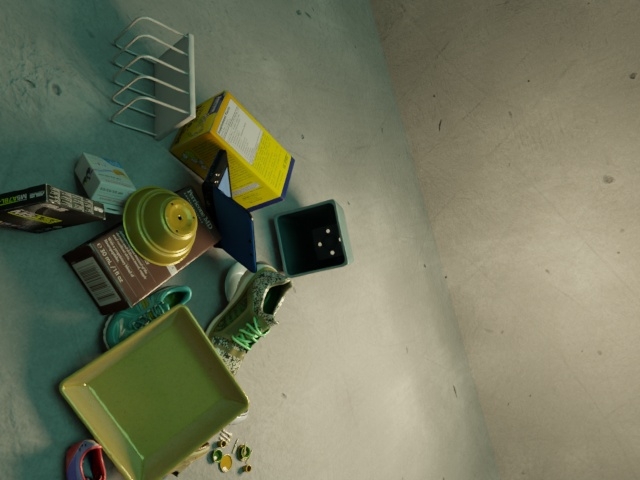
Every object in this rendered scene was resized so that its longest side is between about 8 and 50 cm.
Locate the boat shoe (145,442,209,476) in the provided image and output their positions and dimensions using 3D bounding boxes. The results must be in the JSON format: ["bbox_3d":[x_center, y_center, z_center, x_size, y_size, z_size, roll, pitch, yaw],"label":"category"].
[{"bbox_3d":[-0.380,0.585,1.315,0.190,0.068,0.072,0,89,-44],"label":"boat shoe"}]

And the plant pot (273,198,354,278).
[{"bbox_3d":[0.000,0.000,1.913,0.252,0.248,0.246,5,72,-72],"label":"plant pot"}]

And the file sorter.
[{"bbox_3d":[-0.494,-0.474,1.455,0.173,0.193,0.277,13,67,-48],"label":"file sorter"}]

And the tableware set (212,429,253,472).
[{"bbox_3d":[-0.257,0.642,1.486,0.154,0.024,0.104,51,41,-29],"label":"tableware set"}]

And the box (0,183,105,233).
[{"bbox_3d":[-0.609,-0.064,1.088,0.191,0.184,0.045,40,42,-76],"label":"box"}]

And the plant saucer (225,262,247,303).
[{"bbox_3d":[-0.255,0.167,1.660,0.195,0.038,0.194,23,60,-48],"label":"plant saucer"}]

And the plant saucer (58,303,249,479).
[{"bbox_3d":[-0.400,0.379,1.238,0.333,0.081,0.332,-35,101,-23],"label":"plant saucer"}]

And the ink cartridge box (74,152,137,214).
[{"bbox_3d":[-0.545,-0.143,1.280,0.104,0.061,0.181,12,29,-51],"label":"ink cartridge box"}]

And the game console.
[{"bbox_3d":[-0.252,-0.087,1.524,0.293,0.174,0.250,96,5,-51],"label":"game console"}]

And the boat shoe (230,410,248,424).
[{"bbox_3d":[-0.309,0.412,1.387,0.119,0.121,0.335,-52,128,-2],"label":"boat shoe"}]

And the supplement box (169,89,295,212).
[{"bbox_3d":[-0.281,-0.283,1.664,0.356,0.195,0.194,43,45,-37],"label":"supplement box"}]

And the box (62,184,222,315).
[{"bbox_3d":[-0.462,0.016,1.353,0.191,0.143,0.381,63,35,-16],"label":"box"}]

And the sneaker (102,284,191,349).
[{"bbox_3d":[-0.454,0.194,1.317,0.275,0.110,0.106,-46,114,-50],"label":"sneaker"}]

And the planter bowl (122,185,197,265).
[{"bbox_3d":[-0.387,-0.049,1.285,0.217,0.091,0.217,24,59,-47],"label":"planter bowl"}]

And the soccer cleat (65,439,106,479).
[{"bbox_3d":[-0.514,0.570,1.099,0.083,0.095,0.247,6,71,-50],"label":"soccer cleat"}]

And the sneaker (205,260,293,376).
[{"bbox_3d":[-0.213,0.252,1.514,0.158,0.182,0.410,38,68,-36],"label":"sneaker"}]
